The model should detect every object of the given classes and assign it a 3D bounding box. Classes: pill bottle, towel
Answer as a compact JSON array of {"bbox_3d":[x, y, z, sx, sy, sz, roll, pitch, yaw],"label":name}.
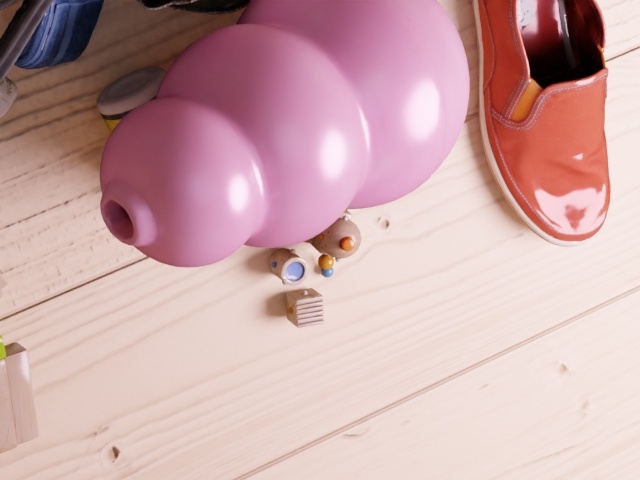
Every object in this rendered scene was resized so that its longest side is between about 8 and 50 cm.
[{"bbox_3d":[-0.134,-0.081,1.247,0.065,0.065,0.116,-32,118,-11],"label":"pill bottle"},{"bbox_3d":[-0.204,-0.166,1.158,0.029,0.119,0.067,21,103,5],"label":"towel"}]

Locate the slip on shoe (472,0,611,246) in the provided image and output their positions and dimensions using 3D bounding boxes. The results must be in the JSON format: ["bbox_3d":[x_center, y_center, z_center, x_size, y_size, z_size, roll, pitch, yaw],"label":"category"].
[{"bbox_3d":[0.211,-0.138,1.362,0.123,0.101,0.331,-22,117,-18],"label":"slip on shoe"}]

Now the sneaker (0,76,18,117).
[{"bbox_3d":[-0.291,-0.159,1.095,0.169,0.108,0.292,15,131,-31],"label":"sneaker"}]

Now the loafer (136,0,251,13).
[{"bbox_3d":[-0.118,-0.208,1.142,0.094,0.087,0.251,-37,160,23],"label":"loafer"}]

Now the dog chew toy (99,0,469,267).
[{"bbox_3d":[-0.035,-0.090,1.172,0.332,0.206,0.207,-34,120,-35],"label":"dog chew toy"}]

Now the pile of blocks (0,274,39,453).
[{"bbox_3d":[-0.350,0.032,1.170,0.149,0.112,0.362,-43,129,-19],"label":"pile of blocks"}]

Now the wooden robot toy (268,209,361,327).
[{"bbox_3d":[0.000,0.000,1.327,0.076,0.079,0.173,9,103,-27],"label":"wooden robot toy"}]

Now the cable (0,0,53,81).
[{"bbox_3d":[-0.178,-0.207,1.017,0.139,0.072,0.287,21,117,-30],"label":"cable"}]
